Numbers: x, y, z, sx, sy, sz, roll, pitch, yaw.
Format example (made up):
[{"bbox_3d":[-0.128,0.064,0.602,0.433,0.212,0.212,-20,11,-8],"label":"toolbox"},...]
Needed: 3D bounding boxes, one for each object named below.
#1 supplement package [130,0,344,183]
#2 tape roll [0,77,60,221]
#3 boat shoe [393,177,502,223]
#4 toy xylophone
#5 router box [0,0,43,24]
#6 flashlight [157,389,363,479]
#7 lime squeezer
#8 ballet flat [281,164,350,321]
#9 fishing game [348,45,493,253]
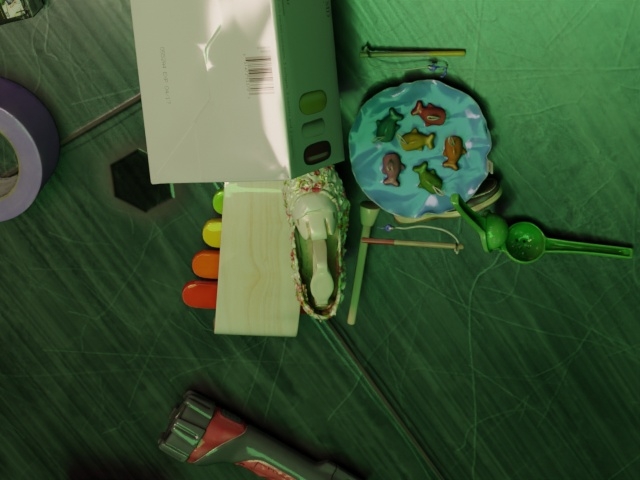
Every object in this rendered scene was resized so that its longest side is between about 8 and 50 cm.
[{"bbox_3d":[-0.100,-0.210,1.858,0.204,0.145,0.261,0,102,28],"label":"supplement package"},{"bbox_3d":[-0.457,-0.124,2.077,0.189,0.080,0.189,5,119,9],"label":"tape roll"},{"bbox_3d":[0.162,-0.060,2.006,0.152,0.056,0.049,-14,120,18],"label":"boat shoe"},{"bbox_3d":[-0.052,0.013,2.070,0.236,0.081,0.322,10,119,-9],"label":"toy xylophone"},{"bbox_3d":[-0.454,-0.361,1.964,0.133,0.046,0.179,-11,116,17],"label":"router box"},{"bbox_3d":[-0.088,0.336,2.251,0.304,0.103,0.103,32,146,-8],"label":"flashlight"},{"bbox_3d":[0.255,-0.004,1.976,0.310,0.110,0.058,16,88,-33],"label":"lime squeezer"},{"bbox_3d":[0.000,0.000,1.975,0.091,0.077,0.241,-8,120,0],"label":"ballet flat"},{"bbox_3d":[0.128,-0.114,1.956,0.189,0.041,0.264,5,103,6],"label":"fishing game"}]
